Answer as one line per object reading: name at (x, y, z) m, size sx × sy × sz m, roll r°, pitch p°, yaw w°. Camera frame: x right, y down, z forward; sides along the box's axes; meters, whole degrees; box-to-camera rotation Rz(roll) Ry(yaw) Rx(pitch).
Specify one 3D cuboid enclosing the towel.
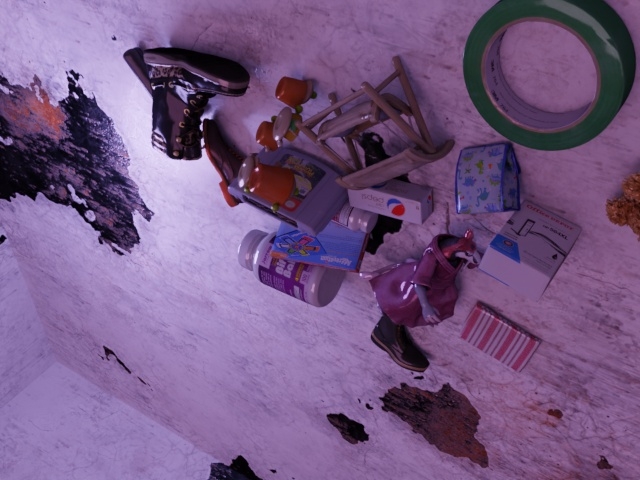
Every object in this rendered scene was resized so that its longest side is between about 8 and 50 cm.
towel at (0.476, 0.257, 2.002) m, size 0.197 × 0.029 × 0.144 m, roll 31°, pitch 140°, yaw 13°

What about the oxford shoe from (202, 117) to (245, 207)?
oxford shoe at (-0.266, -0.237, 2.199) m, size 0.098 × 0.097 × 0.272 m, roll -17°, pitch 108°, yaw 12°

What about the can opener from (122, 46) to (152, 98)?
can opener at (-0.460, -0.446, 2.194) m, size 0.093 × 0.074 × 0.280 m, roll -36°, pitch 100°, yaw 17°

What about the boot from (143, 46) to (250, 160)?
boot at (-0.342, -0.357, 2.040) m, size 0.377 × 0.138 × 0.285 m, roll 22°, pitch 119°, yaw 32°

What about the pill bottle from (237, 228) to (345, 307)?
pill bottle at (-0.092, 0.071, 2.230) m, size 0.301 × 0.169 × 0.169 m, roll 21°, pitch 136°, yaw 27°

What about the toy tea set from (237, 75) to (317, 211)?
toy tea set at (-0.085, -0.240, 1.886) m, size 0.124 × 0.200 × 0.336 m, roll 18°, pitch 108°, yaw -26°

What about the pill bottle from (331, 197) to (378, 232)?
pill bottle at (0.074, -0.077, 2.014) m, size 0.152 × 0.086 × 0.086 m, roll 25°, pitch 138°, yaw 23°

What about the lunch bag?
lunch bag at (0.374, -0.137, 1.687) m, size 0.128 × 0.096 × 0.151 m, roll -3°, pitch 93°, yaw 43°

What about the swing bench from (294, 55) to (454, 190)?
swing bench at (0.126, -0.247, 1.753) m, size 0.253 × 0.165 × 0.255 m, roll -20°, pitch 110°, yaw 49°

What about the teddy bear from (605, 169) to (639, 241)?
teddy bear at (0.720, -0.009, 1.475) m, size 0.338 × 0.113 × 0.245 m, roll 45°, pitch 144°, yaw 1°

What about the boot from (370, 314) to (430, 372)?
boot at (0.243, 0.290, 2.207) m, size 0.197 × 0.077 × 0.137 m, roll 30°, pitch 134°, yaw 16°

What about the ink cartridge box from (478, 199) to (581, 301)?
ink cartridge box at (0.462, 0.018, 1.656) m, size 0.148 × 0.203 × 0.086 m, roll 30°, pitch 137°, yaw 18°

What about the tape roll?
tape roll at (0.438, -0.333, 1.464) m, size 0.321 × 0.077 × 0.321 m, roll 24°, pitch 136°, yaw 25°

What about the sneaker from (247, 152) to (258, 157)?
sneaker at (-0.126, -0.170, 2.132) m, size 0.086 × 0.064 × 0.192 m, roll -2°, pitch 128°, yaw 42°

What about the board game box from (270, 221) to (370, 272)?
board game box at (0.000, 0.000, 2.095) m, size 0.281 × 0.145 × 0.027 m, roll 9°, pitch 163°, yaw 31°

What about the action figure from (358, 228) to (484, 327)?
action figure at (0.297, 0.071, 1.904) m, size 0.276 × 0.248 × 0.370 m, roll 58°, pitch 147°, yaw 26°

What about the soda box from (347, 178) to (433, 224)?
soda box at (0.177, -0.109, 1.907) m, size 0.216 × 0.069 × 0.074 m, roll 18°, pitch 135°, yaw 31°

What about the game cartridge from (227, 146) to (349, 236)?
game cartridge at (-0.077, -0.143, 2.001) m, size 0.294 × 0.196 × 0.060 m, roll 27°, pitch 150°, yaw 24°
